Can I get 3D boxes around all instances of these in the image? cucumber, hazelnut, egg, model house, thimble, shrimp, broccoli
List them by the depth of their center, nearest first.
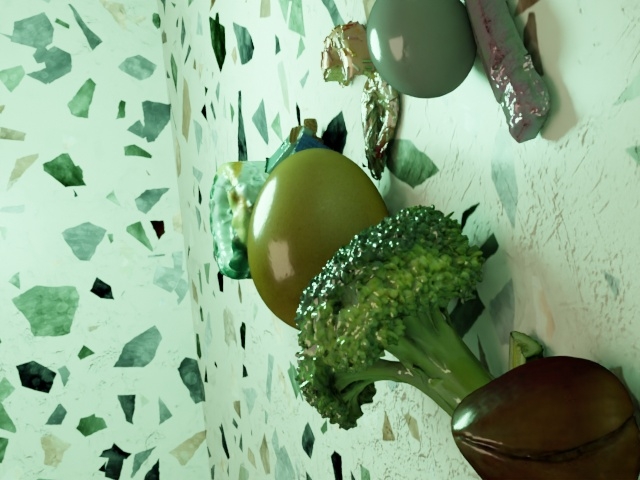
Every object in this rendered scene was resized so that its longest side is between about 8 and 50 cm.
[{"bbox_3d":[0.243,0.221,1.000,0.208,0.208,0.208,175,90,-70],"label":"hazelnut"},{"bbox_3d":[0.268,0.178,1.166,0.067,0.035,0.107,-114,18,-63],"label":"cucumber"},{"bbox_3d":[0.137,-0.282,1.244,0.146,0.146,0.198,109,155,-48],"label":"egg"},{"bbox_3d":[0.087,0.133,1.272,0.375,0.249,0.302,-54,43,25],"label":"broccoli"},{"bbox_3d":[0.098,-0.194,1.524,0.101,0.042,0.190,29,121,57],"label":"shrimp"},{"bbox_3d":[0.000,0.000,1.530,0.250,0.250,0.322,136,129,-64],"label":"egg"},{"bbox_3d":[-0.026,-0.176,1.796,0.148,0.119,0.148,-55,14,25],"label":"model house"},{"bbox_3d":[-0.147,-0.050,2.034,0.288,0.167,0.254,113,145,-54],"label":"thimble"}]

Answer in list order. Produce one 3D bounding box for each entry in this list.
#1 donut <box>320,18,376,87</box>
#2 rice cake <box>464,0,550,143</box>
[{"bbox_3d":[0.047,-0.333,1.593,0.166,0.065,0.117,-178,83,-68],"label":"donut"},{"bbox_3d":[0.227,-0.265,1.144,0.081,0.051,0.290,128,133,-62],"label":"rice cake"}]
